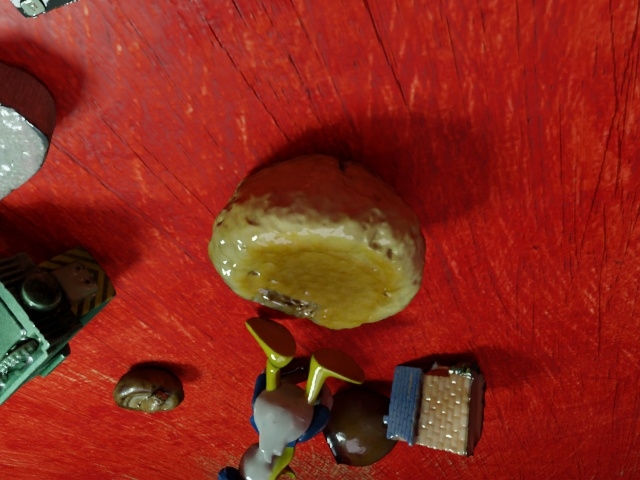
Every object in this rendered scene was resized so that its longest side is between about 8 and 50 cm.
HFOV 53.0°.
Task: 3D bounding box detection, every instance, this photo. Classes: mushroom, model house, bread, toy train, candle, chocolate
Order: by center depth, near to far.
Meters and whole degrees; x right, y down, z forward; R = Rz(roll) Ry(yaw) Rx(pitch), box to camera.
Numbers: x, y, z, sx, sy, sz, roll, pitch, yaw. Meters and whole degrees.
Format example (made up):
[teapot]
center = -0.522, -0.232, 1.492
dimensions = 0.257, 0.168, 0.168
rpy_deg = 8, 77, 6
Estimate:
[candle]
center = -0.344, -0.094, 0.601
dimensions = 0.192, 0.068, 0.169
rpy_deg = 6, 143, -10
[bread]
center = 0.000, 0.000, 0.718
dimensions = 0.244, 0.134, 0.245
rpy_deg = 0, 148, 0
[toy train]
center = -0.397, 0.119, 0.835
dimensions = 0.330, 0.178, 0.139
rpy_deg = -37, 90, 34
[mushroom]
center = -0.312, 0.279, 1.162
dimensions = 0.127, 0.087, 0.127
rpy_deg = -2, 143, -2
[model house]
center = 0.212, 0.308, 1.207
dimensions = 0.172, 0.167, 0.183
rpy_deg = 0, 166, 23
[chocolate]
center = 0.082, 0.366, 1.284
dimensions = 0.176, 0.177, 0.177
rpy_deg = -2, 147, -1

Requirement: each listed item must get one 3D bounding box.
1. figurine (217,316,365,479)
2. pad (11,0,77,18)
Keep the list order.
[figurine]
center = -0.084, 0.298, 1.090
dimensions = 0.204, 0.283, 0.339
rpy_deg = 28, 100, 3
[pad]
center = -0.221, -0.243, 0.440
dimensions = 0.116, 0.004, 0.193
rpy_deg = -13, 145, 14
